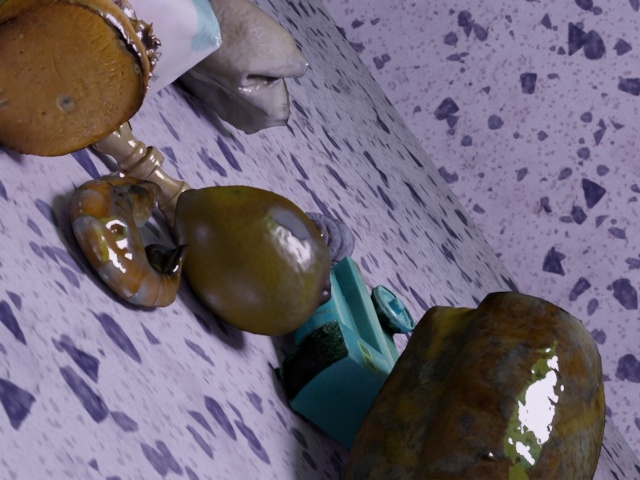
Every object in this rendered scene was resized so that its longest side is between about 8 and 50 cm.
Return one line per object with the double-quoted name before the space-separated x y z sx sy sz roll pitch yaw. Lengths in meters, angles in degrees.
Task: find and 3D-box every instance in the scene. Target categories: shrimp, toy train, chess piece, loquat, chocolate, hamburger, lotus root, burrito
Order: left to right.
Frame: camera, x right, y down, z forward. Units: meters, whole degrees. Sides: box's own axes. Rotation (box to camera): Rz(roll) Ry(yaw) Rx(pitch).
"hamburger" -0.245 -0.174 1.727 0.118 0.191 0.182 -100 -179 -49
"shrimp" -0.177 -0.005 1.817 0.145 0.059 0.254 55 12 -1
"chess piece" -0.190 -0.077 1.985 0.172 0.060 0.060 46 14 -19
"burrito" -0.159 -0.289 2.483 0.135 0.190 0.332 -18 64 -40
"loquat" -0.074 0.015 1.941 0.195 0.152 0.152 32 15 -8
"chocolate" 0.000 0.000 2.427 0.072 0.072 0.167 55 12 11
"toy train" 0.029 0.121 2.098 0.194 0.120 0.298 39 17 -31
"lotus root" 0.153 0.231 1.851 0.250 0.250 0.346 49 44 -16

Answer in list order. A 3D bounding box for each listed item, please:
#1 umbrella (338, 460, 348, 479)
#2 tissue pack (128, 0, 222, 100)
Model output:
"umbrella" 0.090 0.302 1.983 0.188 0.046 0.050 43 11 -18
"tissue pack" -0.288 -0.311 1.941 0.266 0.194 0.356 59 14 22
